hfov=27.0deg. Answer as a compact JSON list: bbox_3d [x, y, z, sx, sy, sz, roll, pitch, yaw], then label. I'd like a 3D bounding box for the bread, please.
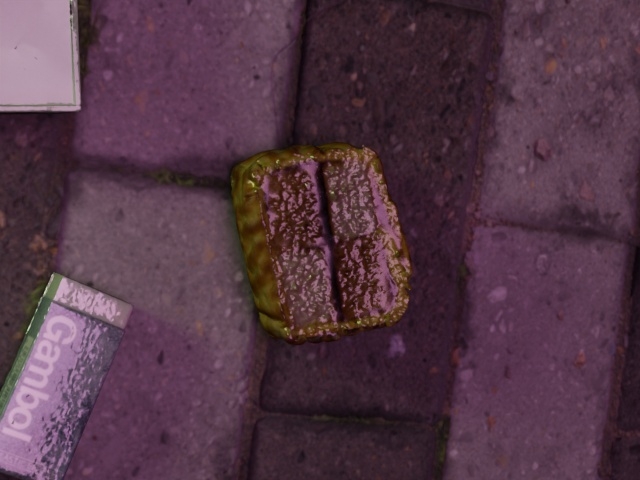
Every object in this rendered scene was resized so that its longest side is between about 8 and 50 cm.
[{"bbox_3d":[0.000,0.000,1.476,0.181,0.096,0.222,-16,98,-23],"label":"bread"}]

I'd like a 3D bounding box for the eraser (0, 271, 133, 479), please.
[{"bbox_3d":[-0.277,0.147,1.386,0.092,0.046,0.212,24,84,-24],"label":"eraser"}]

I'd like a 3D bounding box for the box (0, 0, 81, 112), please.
[{"bbox_3d":[-0.314,-0.238,1.322,0.129,0.086,0.225,-3,95,-24],"label":"box"}]
